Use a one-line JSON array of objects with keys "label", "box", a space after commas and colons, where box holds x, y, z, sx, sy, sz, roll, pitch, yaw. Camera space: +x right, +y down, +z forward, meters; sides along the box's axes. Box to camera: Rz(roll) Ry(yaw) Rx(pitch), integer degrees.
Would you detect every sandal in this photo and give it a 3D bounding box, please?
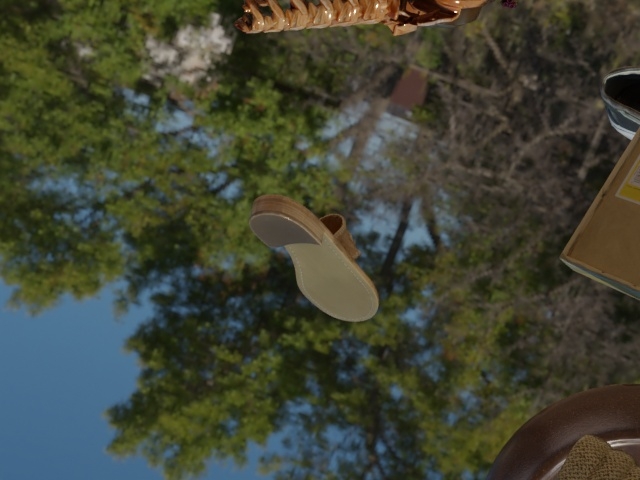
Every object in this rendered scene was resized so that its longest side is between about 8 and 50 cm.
[{"label": "sandal", "box": [0.006, 0.000, 1.078, 0.088, 0.079, 0.240, -2, 150, 27]}]

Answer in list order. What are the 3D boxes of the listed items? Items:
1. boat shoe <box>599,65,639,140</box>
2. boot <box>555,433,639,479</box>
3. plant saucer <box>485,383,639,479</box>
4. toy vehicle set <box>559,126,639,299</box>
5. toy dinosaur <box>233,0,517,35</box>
[{"label": "boat shoe", "box": [0.504, -0.153, 1.275, 0.335, 0.121, 0.119, 11, 174, 38]}, {"label": "boot", "box": [0.169, 0.248, 0.503, 0.203, 0.261, 0.095, 23, -166, 30]}, {"label": "plant saucer", "box": [0.297, 0.290, 0.949, 0.311, 0.310, 0.050, 23, -171, 14]}, {"label": "toy vehicle set", "box": [0.402, -0.059, 1.142, 0.035, 0.266, 0.166, 33, 179, -38]}, {"label": "toy dinosaur", "box": [0.061, -0.211, 0.662, 0.218, 0.164, 0.322, 33, -154, 20]}]
